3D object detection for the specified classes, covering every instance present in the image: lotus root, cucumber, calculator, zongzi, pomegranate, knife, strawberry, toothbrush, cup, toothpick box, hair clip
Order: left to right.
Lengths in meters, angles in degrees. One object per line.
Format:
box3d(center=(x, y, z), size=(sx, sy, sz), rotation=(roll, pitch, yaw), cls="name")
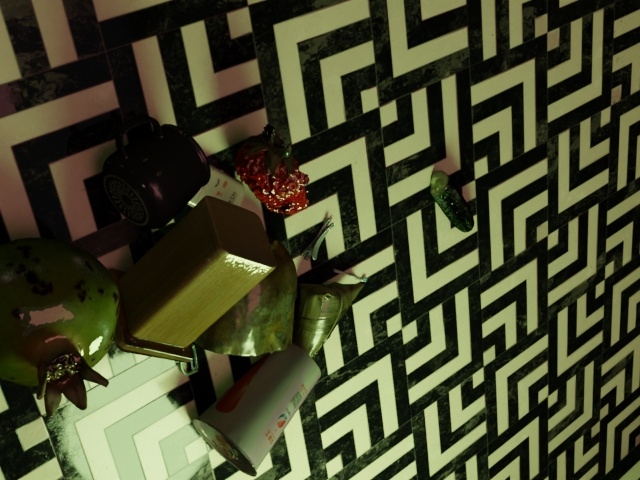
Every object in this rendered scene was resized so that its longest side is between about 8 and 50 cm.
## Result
box3d(center=(-0.490, 0.135, 1.505), size=(0.290, 0.323, 0.291), rotation=(-7, 109, -22), cls="pomegranate")
box3d(center=(-0.317, -0.145, 1.644), size=(0.176, 0.169, 0.223), rotation=(-40, 140, -30), cls="cup")
box3d(center=(-0.308, 0.212, 1.913), size=(0.054, 0.015, 0.212), rotation=(-21, 121, -34), cls="knife")
box3d(center=(-0.253, 0.073, 1.689), size=(0.308, 0.190, 0.187), rotation=(-40, 140, 26), cls="toothpick box")
box3d(center=(-0.236, -0.107, 1.833), size=(0.175, 0.032, 0.100), rotation=(28, 88, -44), cls="calculator")
box3d(center=(-0.140, 0.115, 1.936), size=(0.267, 0.149, 0.260), rotation=(1, 105, -47), cls="lotus root")
box3d(center=(-0.138, 0.386, 2.037), size=(0.288, 0.203, 0.203), rotation=(-47, 132, -25), cls="cup")
box3d(center=(-0.108, -0.128, 1.845), size=(0.106, 0.188, 0.286), rotation=(-35, 150, -13), cls="strawberry")
box3d(center=(0.001, 0.001, 2.090), size=(0.115, 0.039, 0.030), rotation=(-57, 140, -11), cls="hair clip")
box3d(center=(0.018, 0.202, 2.159), size=(0.204, 0.094, 0.205), rotation=(-6, 115, -50), cls="zongzi")
box3d(center=(0.077, 0.090, 2.213), size=(0.131, 0.011, 0.013), rotation=(18, 108, -45), cls="toothbrush")
box3d(center=(0.369, -0.095, 2.359), size=(0.074, 0.074, 0.241), rotation=(-54, 135, -11), cls="cucumber")
